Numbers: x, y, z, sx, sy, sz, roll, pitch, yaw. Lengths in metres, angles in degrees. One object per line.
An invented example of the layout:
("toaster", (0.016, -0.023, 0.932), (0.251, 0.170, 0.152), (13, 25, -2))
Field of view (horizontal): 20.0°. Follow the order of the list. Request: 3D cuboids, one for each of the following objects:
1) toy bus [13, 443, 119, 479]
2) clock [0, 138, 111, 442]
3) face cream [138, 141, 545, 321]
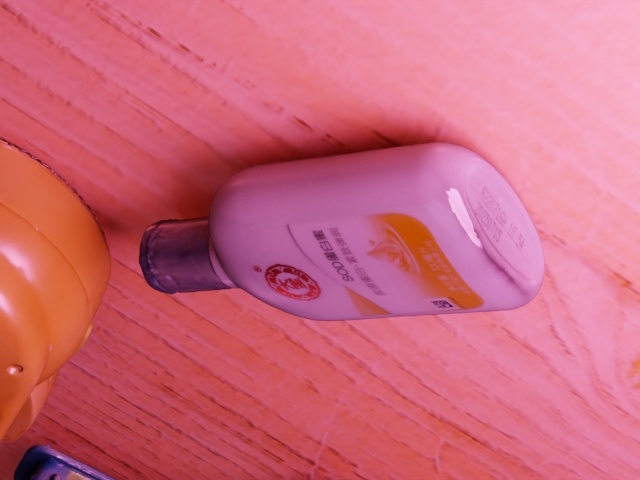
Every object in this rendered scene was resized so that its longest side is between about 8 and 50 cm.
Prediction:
("toy bus", (-0.176, 0.343, 1.710), (0.312, 0.190, 0.152), (27, 154, -6))
("clock", (-0.301, 0.053, 1.390), (0.244, 0.200, 0.317), (29, 140, -13))
("face cream", (0.000, 0.000, 1.212), (0.291, 0.071, 0.144), (-4, 139, 37))
